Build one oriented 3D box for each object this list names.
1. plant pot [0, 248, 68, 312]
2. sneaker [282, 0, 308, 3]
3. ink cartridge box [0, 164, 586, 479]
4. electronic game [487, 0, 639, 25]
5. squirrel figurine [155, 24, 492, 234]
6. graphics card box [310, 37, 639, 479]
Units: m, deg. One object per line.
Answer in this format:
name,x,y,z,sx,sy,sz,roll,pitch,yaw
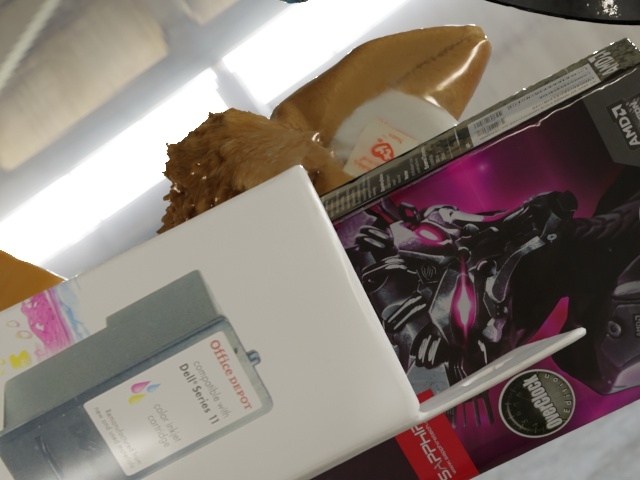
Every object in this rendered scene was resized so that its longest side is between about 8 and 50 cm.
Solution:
plant pot,-0.231,0.110,1.023,0.205,0.205,0.188,126,170,-82
sneaker,-0.033,-0.207,1.046,0.085,0.086,0.237,-57,25,-3
ink cartridge box,-0.074,0.075,0.657,0.353,0.119,0.207,-26,-6,-3
electronic game,0.123,-0.168,0.799,0.229,0.229,0.048,57,-132,-87
squirrel figurine,0.000,0.000,1.539,0.397,0.281,0.370,-8,-25,-14
graphics card box,0.115,0.041,1.061,0.371,0.233,0.094,-27,15,8
